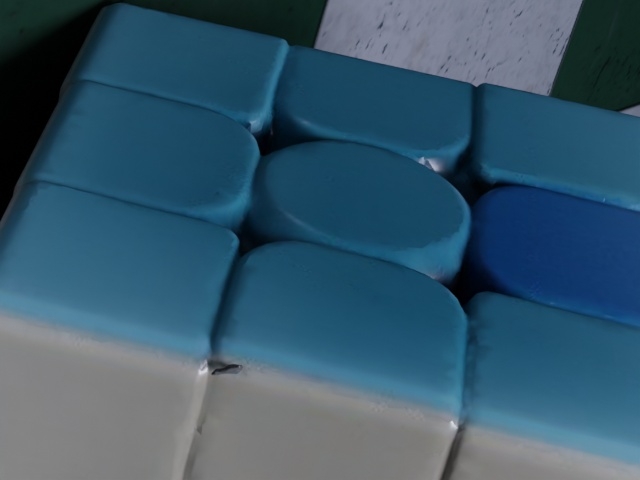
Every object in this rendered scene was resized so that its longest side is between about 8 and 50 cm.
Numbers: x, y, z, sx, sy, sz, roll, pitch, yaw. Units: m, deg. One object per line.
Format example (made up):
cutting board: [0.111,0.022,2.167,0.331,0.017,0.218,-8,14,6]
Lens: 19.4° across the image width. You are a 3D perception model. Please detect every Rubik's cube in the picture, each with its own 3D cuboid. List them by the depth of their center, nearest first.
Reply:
Rubik's cube: [-0.008,0.099,0.869,0.290,0.292,0.291,-76,179,-59]
